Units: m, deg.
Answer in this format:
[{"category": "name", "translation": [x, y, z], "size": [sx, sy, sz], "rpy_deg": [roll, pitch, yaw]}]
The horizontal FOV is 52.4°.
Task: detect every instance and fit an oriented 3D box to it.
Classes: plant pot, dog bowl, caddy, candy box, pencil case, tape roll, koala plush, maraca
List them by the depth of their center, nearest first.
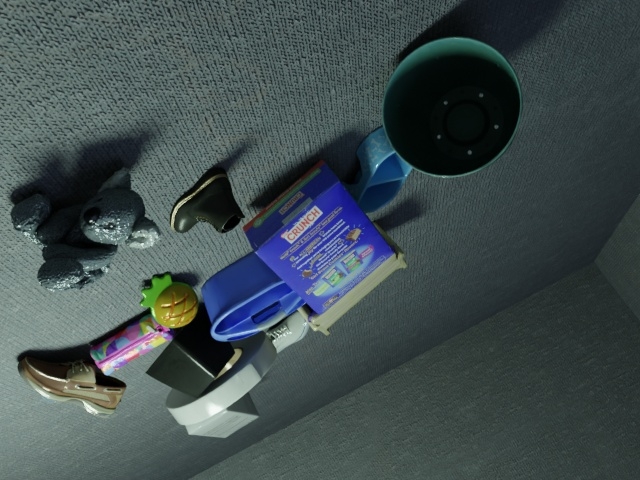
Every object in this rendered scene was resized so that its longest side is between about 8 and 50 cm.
[{"category": "koala plush", "translation": [-0.429, -0.028, 1.260], "size": [0.221, 0.196, 0.203], "rpy_deg": [-34, 166, 8]}, {"category": "plant pot", "translation": [0.309, -0.281, 1.459], "size": [0.293, 0.293, 0.235], "rpy_deg": [-39, 169, 18]}, {"category": "candy box", "translation": [0.000, 0.000, 1.656], "size": [0.268, 0.122, 0.317], "rpy_deg": [-39, 133, 1]}, {"category": "dog bowl", "translation": [0.158, -0.180, 1.704], "size": [0.165, 0.074, 0.297], "rpy_deg": [-14, 150, -29]}, {"category": "maraca", "translation": [-0.398, 0.162, 1.723], "size": [0.127, 0.099, 0.186], "rpy_deg": [-52, 135, -12]}, {"category": "pencil case", "translation": [-0.519, 0.280, 1.807], "size": [0.236, 0.104, 0.104], "rpy_deg": [-32, 154, 3]}, {"category": "caddy", "translation": [-0.172, 0.167, 1.871], "size": [0.341, 0.179, 0.241], "rpy_deg": [-31, 154, 2]}, {"category": "plant pot", "translation": [-0.367, 0.343, 1.918], "size": [0.187, 0.167, 0.188], "rpy_deg": [-47, -177, 33]}, {"category": "tape roll", "translation": [-0.314, 0.431, 2.076], "size": [0.392, 0.072, 0.392], "rpy_deg": [-31, -168, 7]}]

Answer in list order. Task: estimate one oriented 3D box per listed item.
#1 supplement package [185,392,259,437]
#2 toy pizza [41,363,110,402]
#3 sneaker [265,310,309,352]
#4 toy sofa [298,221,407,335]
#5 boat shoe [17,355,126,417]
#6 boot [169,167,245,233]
[{"category": "supplement package", "translation": [-0.394, 0.626, 2.473], "size": [0.175, 0.178, 0.293], "rpy_deg": [-32, 154, 6]}, {"category": "toy pizza", "translation": [-0.721, 0.417, 1.920], "size": [0.201, 0.032, 0.201], "rpy_deg": [-24, 155, -12]}, {"category": "sneaker", "translation": [-0.133, 0.337, 2.317], "size": [0.091, 0.094, 0.258], "rpy_deg": [-6, 147, -48]}, {"category": "toy sofa", "translation": [0.081, 0.114, 2.009], "size": [0.362, 0.150, 0.177], "rpy_deg": [-41, 153, 1]}, {"category": "boat shoe", "translation": [-0.673, 0.378, 1.784], "size": [0.116, 0.123, 0.324], "rpy_deg": [-52, 136, -2]}, {"category": "boot", "translation": [-0.255, -0.047, 1.442], "size": [0.076, 0.137, 0.198], "rpy_deg": [1, 142, -47]}]
